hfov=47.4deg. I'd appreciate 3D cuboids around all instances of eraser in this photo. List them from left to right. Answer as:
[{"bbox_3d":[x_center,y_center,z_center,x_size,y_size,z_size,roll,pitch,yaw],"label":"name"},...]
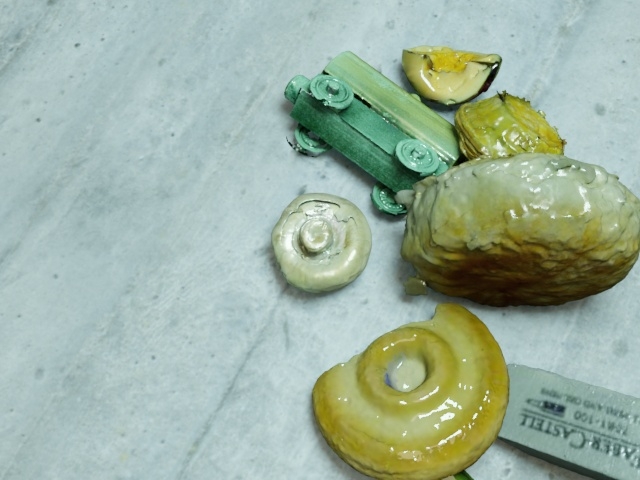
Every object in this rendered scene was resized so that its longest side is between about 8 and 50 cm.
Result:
[{"bbox_3d":[0.398,0.262,0.944,0.353,0.077,0.111,13,68,35],"label":"eraser"}]

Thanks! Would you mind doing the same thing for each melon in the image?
[{"bbox_3d":[0.219,-0.266,1.168,0.160,0.079,0.128,15,29,29],"label":"melon"}]

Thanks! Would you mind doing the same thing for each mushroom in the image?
[{"bbox_3d":[0.000,0.000,1.059,0.154,0.122,0.154,-2,73,6],"label":"mushroom"}]

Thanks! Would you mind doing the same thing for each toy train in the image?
[{"bbox_3d":[0.089,-0.166,1.131,0.307,0.126,0.189,38,43,11],"label":"toy train"}]

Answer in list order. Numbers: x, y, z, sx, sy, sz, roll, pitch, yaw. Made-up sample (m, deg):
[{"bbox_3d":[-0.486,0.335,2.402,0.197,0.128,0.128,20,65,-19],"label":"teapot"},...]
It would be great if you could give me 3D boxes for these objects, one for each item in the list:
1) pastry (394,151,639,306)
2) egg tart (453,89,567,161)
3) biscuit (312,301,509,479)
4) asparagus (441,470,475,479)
[{"bbox_3d":[0.266,-0.005,0.971,0.330,0.329,0.136,6,69,1],"label":"pastry"},{"bbox_3d":[0.292,-0.146,1.080,0.213,0.090,0.212,27,37,-22],"label":"egg tart"},{"bbox_3d":[0.137,0.213,0.987,0.274,0.091,0.213,-32,54,-14],"label":"biscuit"},{"bbox_3d":[0.256,0.407,0.962,0.278,0.067,0.060,45,106,16],"label":"asparagus"}]
